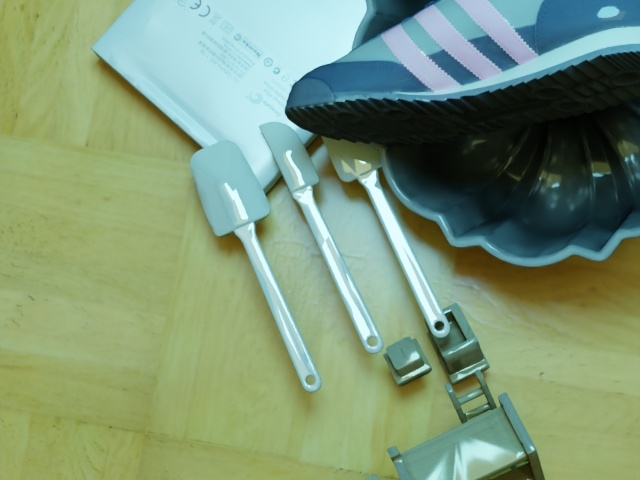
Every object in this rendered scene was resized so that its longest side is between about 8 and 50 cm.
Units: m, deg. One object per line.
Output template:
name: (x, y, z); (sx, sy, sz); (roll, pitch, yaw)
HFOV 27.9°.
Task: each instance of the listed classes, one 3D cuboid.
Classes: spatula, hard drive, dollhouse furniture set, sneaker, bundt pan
spatula: (0.000, 0.000, 1.124); (0.168, 0.019, 0.242); (-24, 79, 0)
hard drive: (-0.027, -0.225, 1.190); (0.210, 0.040, 0.319); (41, 86, 9)
dollhouse furniture set: (0.076, 0.171, 1.115); (0.182, 0.101, 0.161); (-25, 56, 1)
sneaker: (0.117, -0.157, 1.008); (0.319, 0.112, 0.131); (-8, 72, 28)
bundt pan: (0.198, -0.146, 1.080); (0.330, 0.124, 0.331); (3, 97, 27)

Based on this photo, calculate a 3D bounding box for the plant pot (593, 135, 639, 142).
plant pot: (0.260, -0.204, 1.132); (0.236, 0.032, 0.236); (3, 97, 25)
